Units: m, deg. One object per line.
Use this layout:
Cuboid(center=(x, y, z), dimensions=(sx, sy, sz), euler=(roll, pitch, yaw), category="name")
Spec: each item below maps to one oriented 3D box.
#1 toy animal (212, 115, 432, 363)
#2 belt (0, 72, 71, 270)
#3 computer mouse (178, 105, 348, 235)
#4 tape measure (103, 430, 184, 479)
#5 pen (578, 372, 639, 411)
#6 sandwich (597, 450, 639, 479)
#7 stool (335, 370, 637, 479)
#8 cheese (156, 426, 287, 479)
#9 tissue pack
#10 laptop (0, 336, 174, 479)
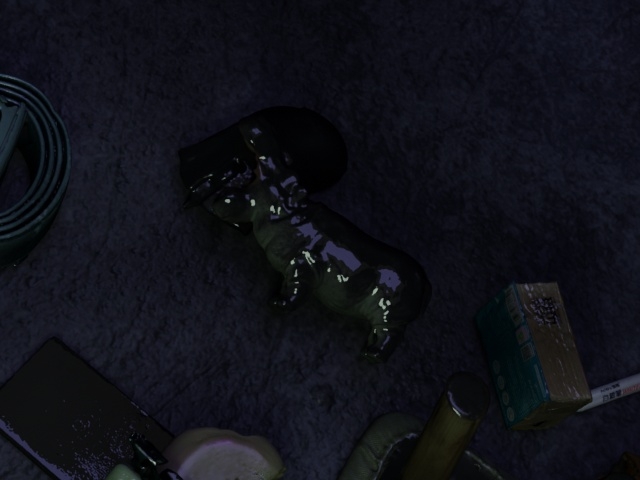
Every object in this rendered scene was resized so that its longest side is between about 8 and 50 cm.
Cuboid(center=(-0.015, 0.008, 1.578), dimensions=(0.343, 0.106, 0.168), euler=(44, 80, -5), category="toy animal")
Cuboid(center=(-0.409, -0.078, 1.519), dimensions=(0.206, 0.116, 0.267), euler=(13, 58, -18), category="belt")
Cuboid(center=(-0.072, -0.111, 1.673), dimensions=(0.264, 0.088, 0.147), euler=(-34, 77, -27), category="computer mouse")
Cuboid(center=(-0.186, 0.355, 1.323), dimensions=(0.207, 0.115, 0.235), euler=(36, 85, 15), category="tape measure")
Cuboid(center=(0.406, 0.200, 1.709), dimensions=(0.218, 0.026, 0.026), euler=(-14, 70, -24), category="pen")
Cuboid(center=(0.465, 0.347, 1.608), dimensions=(0.212, 0.063, 0.245), euler=(43, 23, 29), category="sandwich")
Cuboid(center=(0.165, 0.347, 1.439), dimensions=(0.310, 0.226, 0.310), euler=(31, 57, -2), category="stool")
Cuboid(center=(-0.121, 0.353, 1.425), dimensions=(0.163, 0.082, 0.286), euler=(8, 65, -13), category="cheese")
Cuboid(center=(0.275, 0.149, 1.636), dimensions=(0.082, 0.120, 0.169), euler=(-3, 64, -24), category="tissue pack")
Cuboid(center=(-0.282, 0.217, 1.474), dimensions=(0.197, 0.016, 0.135), euler=(41, 58, 2), category="laptop")
